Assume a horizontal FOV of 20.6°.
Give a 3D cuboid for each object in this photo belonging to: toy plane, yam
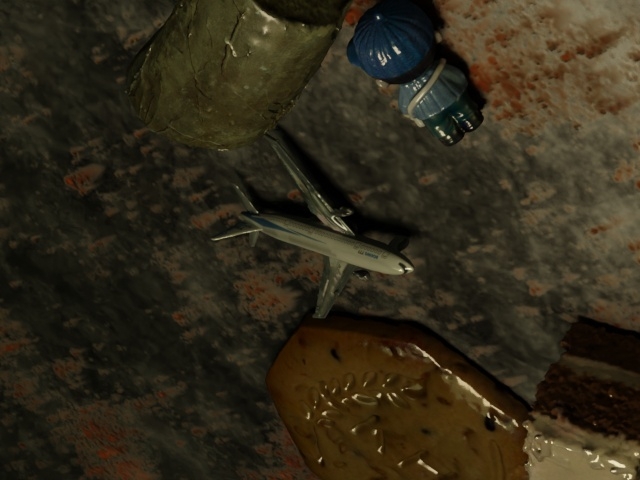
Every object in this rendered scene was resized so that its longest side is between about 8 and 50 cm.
[{"bbox_3d":[0.000,-0.002,1.696,0.226,0.058,0.226,9,132,31],"label":"toy plane"},{"bbox_3d":[-0.065,-0.178,1.487,0.154,0.154,0.254,41,142,-3],"label":"yam"}]

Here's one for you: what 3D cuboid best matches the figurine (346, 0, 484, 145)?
[{"bbox_3d":[0.079,-0.137,1.464,0.077,0.079,0.136,-36,100,12],"label":"figurine"}]

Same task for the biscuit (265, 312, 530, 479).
[{"bbox_3d":[0.094,0.214,1.864,0.359,0.046,0.359,23,141,21],"label":"biscuit"}]

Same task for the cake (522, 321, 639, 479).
[{"bbox_3d":[0.257,0.175,1.582,0.134,0.147,0.135,17,141,30],"label":"cake"}]
